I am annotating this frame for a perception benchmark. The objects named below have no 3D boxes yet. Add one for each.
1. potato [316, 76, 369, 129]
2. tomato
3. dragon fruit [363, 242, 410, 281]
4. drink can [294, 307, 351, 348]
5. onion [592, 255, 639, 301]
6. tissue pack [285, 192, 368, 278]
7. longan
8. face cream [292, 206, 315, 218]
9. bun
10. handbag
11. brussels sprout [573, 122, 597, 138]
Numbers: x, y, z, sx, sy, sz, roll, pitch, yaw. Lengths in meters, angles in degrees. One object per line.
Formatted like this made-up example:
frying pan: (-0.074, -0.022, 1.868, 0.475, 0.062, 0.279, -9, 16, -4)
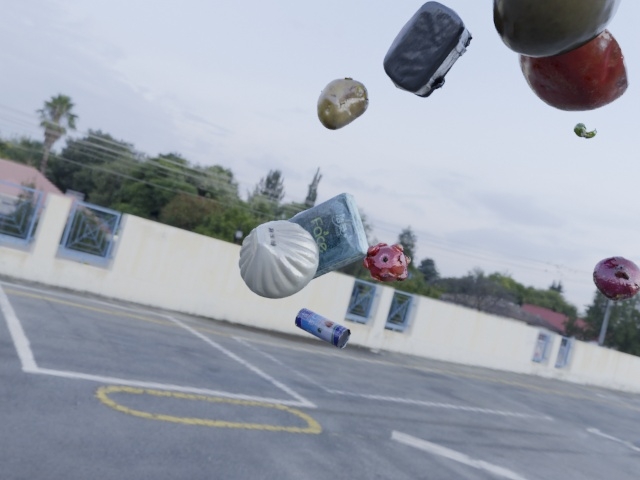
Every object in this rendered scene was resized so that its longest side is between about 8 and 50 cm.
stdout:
potato: (0.057, -0.393, 1.628, 0.176, 0.137, 0.137, -28, 23, -30)
tomato: (0.656, -0.464, 1.538, 0.338, 0.143, 0.338, 43, -1, 1)
dragon fruit: (0.176, 0.053, 1.455, 0.127, 0.112, 0.068, 18, -35, -4)
drink can: (0.009, 0.375, 2.431, 0.235, 0.097, 0.097, 23, 1, 29)
onion: (0.685, 0.086, 1.305, 0.107, 0.107, 0.097, 15, -22, 9)
tissue pack: (0.000, 0.000, 1.962, 0.316, 0.227, 0.103, -25, -21, 24)
longan: (0.532, -0.561, 1.286, 0.298, 0.297, 0.297, 16, -3, 1)
face cream: (-0.031, -0.054, 2.238, 0.337, 0.163, 0.080, -21, -36, -8)
bun: (-0.146, 0.031, 1.722, 0.263, 0.263, 0.175, 14, -26, 27)
handbag: (0.300, -0.540, 1.618, 0.181, 0.254, 0.181, 39, 18, 12)
brussels sprout: (0.954, -0.391, 2.041, 0.084, 0.050, 0.046, 20, 8, -3)
